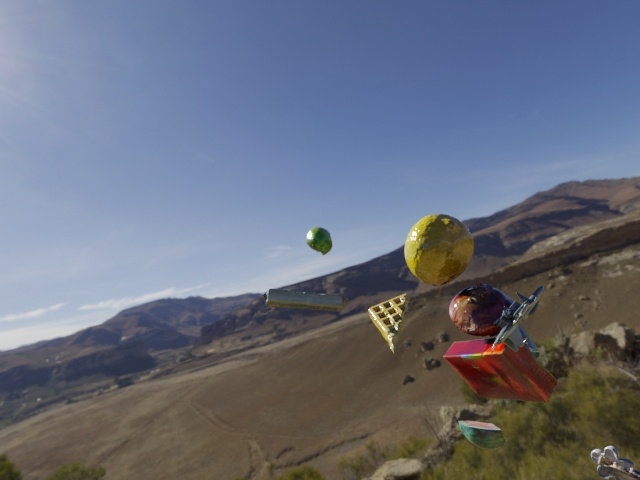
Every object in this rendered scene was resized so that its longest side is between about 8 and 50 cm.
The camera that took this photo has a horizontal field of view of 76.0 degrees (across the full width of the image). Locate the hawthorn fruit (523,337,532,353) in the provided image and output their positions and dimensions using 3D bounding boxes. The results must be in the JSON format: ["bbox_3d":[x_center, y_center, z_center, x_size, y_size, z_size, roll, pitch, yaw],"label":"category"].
[{"bbox_3d":[0.902,0.529,1.911,0.200,0.179,0.179,-57,-21,14],"label":"hawthorn fruit"}]

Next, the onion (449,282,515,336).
[{"bbox_3d":[0.547,0.215,1.385,0.229,0.164,0.230,-15,15,4],"label":"onion"}]

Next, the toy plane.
[{"bbox_3d":[0.555,0.203,1.156,0.262,0.088,0.192,-48,-22,-31],"label":"toy plane"}]

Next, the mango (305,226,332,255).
[{"bbox_3d":[0.000,-0.001,1.676,0.100,0.119,0.178,-55,7,0],"label":"mango"}]

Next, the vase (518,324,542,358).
[{"bbox_3d":[1.019,0.480,2.147,0.143,0.299,0.143,-5,-43,-5],"label":"vase"}]

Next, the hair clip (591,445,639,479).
[{"bbox_3d":[1.138,0.863,1.503,0.256,0.146,0.075,17,16,39],"label":"hair clip"}]

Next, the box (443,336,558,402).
[{"bbox_3d":[0.574,0.422,1.345,0.089,0.197,0.313,-40,-3,-25],"label":"box"}]

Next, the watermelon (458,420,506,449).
[{"bbox_3d":[0.814,0.975,2.060,0.230,0.129,0.146,0,-28,18],"label":"watermelon"}]

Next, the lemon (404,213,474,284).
[{"bbox_3d":[0.438,0.039,1.539,0.253,0.254,0.311,-14,-40,-12],"label":"lemon"}]

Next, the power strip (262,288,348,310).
[{"bbox_3d":[-0.048,0.199,1.356,0.285,0.048,0.080,5,-22,-9],"label":"power strip"}]

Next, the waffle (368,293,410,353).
[{"bbox_3d":[0.192,0.189,0.959,0.125,0.032,0.191,-19,18,-7],"label":"waffle"}]
